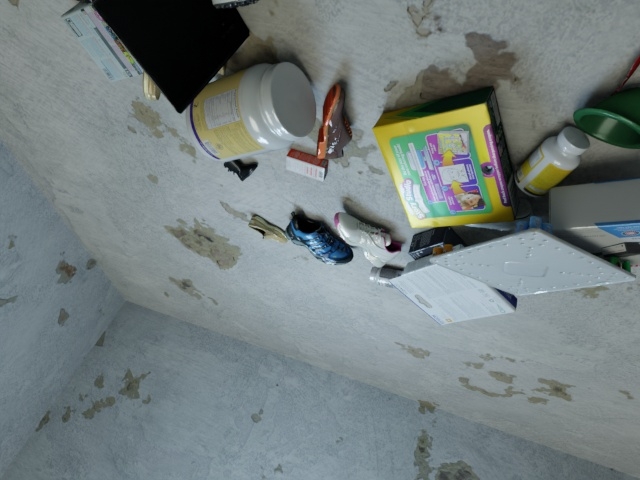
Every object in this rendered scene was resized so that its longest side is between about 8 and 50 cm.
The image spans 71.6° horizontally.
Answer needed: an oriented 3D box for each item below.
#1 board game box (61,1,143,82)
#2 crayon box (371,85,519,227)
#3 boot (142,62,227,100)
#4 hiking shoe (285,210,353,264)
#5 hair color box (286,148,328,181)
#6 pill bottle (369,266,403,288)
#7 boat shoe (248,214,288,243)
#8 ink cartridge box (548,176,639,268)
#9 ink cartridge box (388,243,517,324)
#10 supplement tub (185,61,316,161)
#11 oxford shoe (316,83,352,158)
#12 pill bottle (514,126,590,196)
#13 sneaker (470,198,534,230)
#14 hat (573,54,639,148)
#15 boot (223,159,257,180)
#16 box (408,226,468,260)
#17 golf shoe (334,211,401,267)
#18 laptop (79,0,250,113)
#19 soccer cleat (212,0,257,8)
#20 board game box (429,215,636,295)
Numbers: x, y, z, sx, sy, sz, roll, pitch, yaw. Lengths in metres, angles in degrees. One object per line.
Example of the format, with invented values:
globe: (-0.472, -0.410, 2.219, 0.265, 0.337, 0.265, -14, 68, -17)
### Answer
board game box: (-0.589, -0.621, 1.333, 0.303, 0.098, 0.224, 3, 141, 31)
crayon box: (0.358, -0.211, 1.254, 0.313, 0.106, 0.363, -3, 129, 36)
boot: (-0.371, -0.495, 1.249, 0.203, 0.262, 0.095, 19, -172, -13)
hiking shoe: (0.000, 0.000, 1.789, 0.303, 0.113, 0.132, 25, 147, 0)
hair color box: (-0.046, -0.259, 1.530, 0.141, 0.043, 0.072, 20, 146, 9)
pill bottle: (0.279, 0.154, 1.857, 0.137, 0.078, 0.078, 11, 144, 20)
boat shoe: (-0.229, -0.031, 1.927, 0.190, 0.072, 0.068, 30, 146, -9)
ink cartridge box: (0.761, -0.030, 1.183, 0.223, 0.129, 0.307, -5, 154, 37)
ink cartridge box: (0.470, 0.173, 1.605, 0.324, 0.071, 0.330, 40, 144, -20)
supplement tub: (-0.203, -0.372, 1.299, 0.331, 0.241, 0.241, -4, 137, 35)
oxford shoe: (0.051, -0.349, 1.325, 0.098, 0.097, 0.271, 5, 151, -6)
pill bottle: (0.599, -0.203, 1.150, 0.103, 0.103, 0.184, 25, 146, -1)
sneaker: (0.541, -0.067, 1.394, 0.235, 0.090, 0.095, 1, 149, 33)
hat: (0.703, -0.327, 0.990, 0.172, 0.184, 0.208, 30, -172, 3)
boot: (-0.301, -0.280, 1.665, 0.099, 0.045, 0.121, 44, 140, -17)
box: (0.429, 0.039, 1.595, 0.156, 0.093, 0.158, 41, 142, -22)
golf shoe: (0.182, -0.022, 1.670, 0.140, 0.115, 0.306, -27, 128, 37)
laptop: (-0.438, -0.562, 1.059, 0.407, 0.382, 0.236, 19, 145, 8)
soccer cleat: (-0.125, -0.628, 1.036, 0.318, 0.109, 0.117, 2, 116, 23)
board game box: (0.586, 0.062, 1.272, 0.389, 0.050, 0.390, 20, 159, -21)
